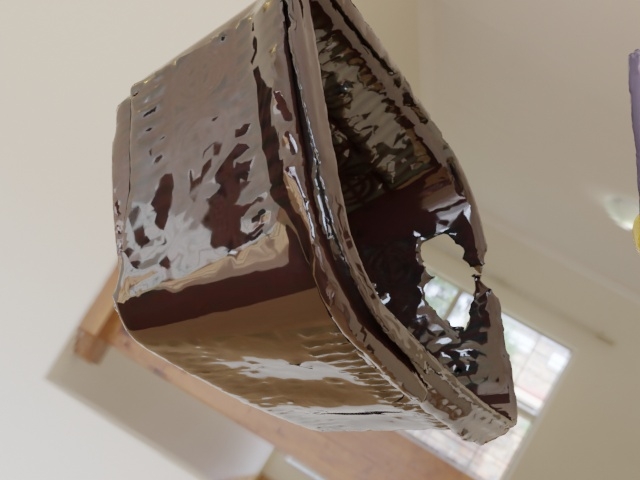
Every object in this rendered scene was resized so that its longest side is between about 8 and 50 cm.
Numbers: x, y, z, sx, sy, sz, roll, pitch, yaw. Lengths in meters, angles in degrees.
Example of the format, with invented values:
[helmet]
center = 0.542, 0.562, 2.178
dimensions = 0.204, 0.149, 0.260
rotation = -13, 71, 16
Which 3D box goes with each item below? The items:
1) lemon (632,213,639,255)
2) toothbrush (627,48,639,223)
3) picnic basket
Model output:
[lemon]
center = 0.368, -0.003, 1.018
dimensions = 0.065, 0.065, 0.092
rotation = 24, -26, 43
[toothbrush]
center = 0.164, 0.090, 0.425
dimensions = 0.024, 0.354, 0.029
rotation = -4, 0, -14
[picnic basket]
center = 0.000, 0.000, 0.524
dimensions = 0.129, 0.223, 0.297
rotation = -16, -28, 19
